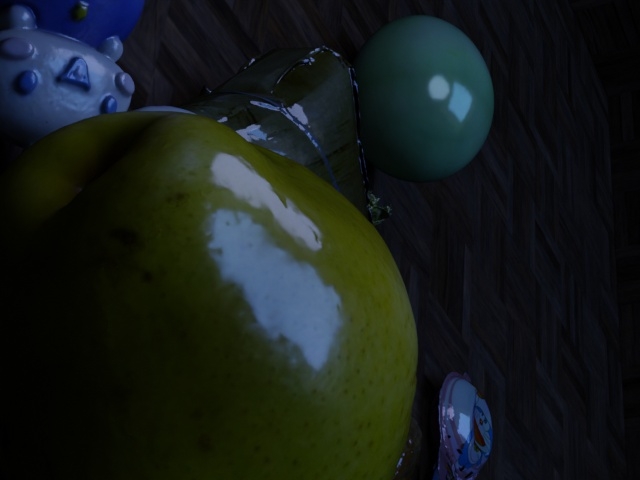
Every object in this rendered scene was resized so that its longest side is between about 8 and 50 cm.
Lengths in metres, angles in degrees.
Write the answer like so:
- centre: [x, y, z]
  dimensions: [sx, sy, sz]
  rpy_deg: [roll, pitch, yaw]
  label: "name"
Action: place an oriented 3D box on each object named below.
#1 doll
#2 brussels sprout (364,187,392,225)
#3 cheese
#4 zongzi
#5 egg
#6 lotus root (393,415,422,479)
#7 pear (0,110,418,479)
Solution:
- centre: [-0.256, -0.175, 1.006]
  dimensions: [0.311, 0.159, 0.243]
  rpy_deg: [-12, 104, -43]
  label: "doll"
- centre: [0.059, -0.050, 1.729]
  dimensions: [0.085, 0.058, 0.085]
  rpy_deg: [37, 21, -16]
  label: "brussels sprout"
- centre: [0.213, 0.321, 1.885]
  dimensions: [0.189, 0.074, 0.286]
  rpy_deg: [65, 29, -25]
  label: "cheese"
- centre: [-0.079, 0.006, 1.278]
  dimensions: [0.393, 0.174, 0.356]
  rpy_deg: [-37, 120, -53]
  label: "zongzi"
- centre: [0.145, -0.211, 1.782]
  dimensions: [0.220, 0.220, 0.270]
  rpy_deg: [54, 22, -44]
  label: "egg"
- centre: [0.075, 0.278, 1.579]
  dimensions: [0.159, 0.095, 0.135]
  rpy_deg: [60, 33, -25]
  label: "lotus root"
- centre: [-0.099, 0.091, 0.957]
  dimensions: [0.362, 0.362, 0.418]
  rpy_deg: [-75, 149, -44]
  label: "pear"
